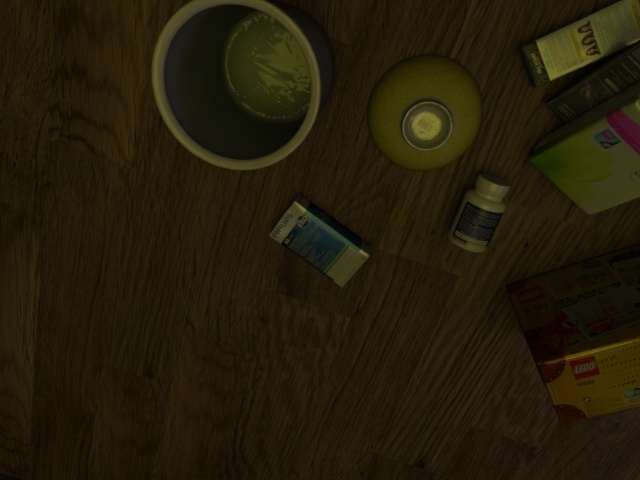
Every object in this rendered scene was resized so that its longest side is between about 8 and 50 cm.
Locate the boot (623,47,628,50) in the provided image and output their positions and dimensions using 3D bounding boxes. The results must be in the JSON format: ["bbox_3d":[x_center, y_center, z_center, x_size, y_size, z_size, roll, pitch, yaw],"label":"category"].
[{"bbox_3d":[0.716,-0.370,1.161,0.084,0.059,0.158,11,77,8],"label":"boot"}]

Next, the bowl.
[{"bbox_3d":[0.253,-0.291,1.237,0.289,0.156,0.289,3,114,7],"label":"bowl"}]

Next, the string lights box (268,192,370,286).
[{"bbox_3d":[0.000,0.000,1.448,0.259,0.077,0.133,36,114,-8],"label":"string lights box"}]

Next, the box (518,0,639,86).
[{"bbox_3d":[0.590,-0.446,1.161,0.244,0.060,0.100,-22,99,17],"label":"box"}]

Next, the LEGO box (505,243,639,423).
[{"bbox_3d":[0.765,0.195,1.262,0.500,0.372,0.193,-21,109,16],"label":"LEGO box"}]

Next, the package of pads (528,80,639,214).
[{"bbox_3d":[0.674,-0.195,1.175,0.229,0.101,0.296,40,152,-10],"label":"package of pads"}]

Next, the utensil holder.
[{"bbox_3d":[-0.136,-0.367,1.133,0.327,0.385,0.328,3,115,7],"label":"utensil holder"}]

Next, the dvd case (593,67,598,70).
[{"bbox_3d":[0.753,-0.300,1.232,0.253,0.022,0.180,11,116,3],"label":"dvd case"}]

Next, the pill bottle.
[{"bbox_3d":[0.415,-0.073,1.335,0.112,0.112,0.187,17,116,0],"label":"pill bottle"}]

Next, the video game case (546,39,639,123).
[{"bbox_3d":[0.673,-0.310,1.126,0.196,0.026,0.274,38,152,-9],"label":"video game case"}]
